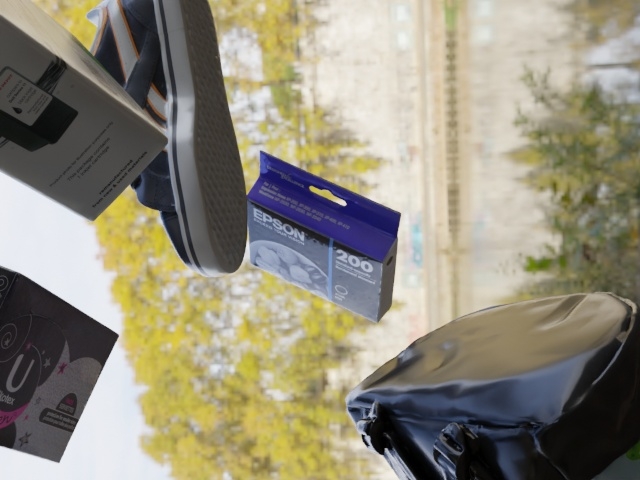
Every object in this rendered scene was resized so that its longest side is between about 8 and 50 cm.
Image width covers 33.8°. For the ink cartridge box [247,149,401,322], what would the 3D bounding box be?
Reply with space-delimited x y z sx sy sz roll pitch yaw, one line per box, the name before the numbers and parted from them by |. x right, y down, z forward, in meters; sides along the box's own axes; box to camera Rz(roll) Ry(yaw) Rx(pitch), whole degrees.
ink cartridge box | 0.000 0.000 1.369 0.045 0.206 0.208 -54 -20 -32

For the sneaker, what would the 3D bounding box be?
sneaker | -0.156 -0.106 1.035 0.126 0.127 0.321 40 -143 -65

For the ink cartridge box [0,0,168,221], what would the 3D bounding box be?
ink cartridge box | -0.220 -0.119 0.698 0.153 0.087 0.208 47 -175 34

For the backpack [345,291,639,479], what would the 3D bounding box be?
backpack | 0.231 0.201 0.758 0.355 0.273 0.290 59 157 -6

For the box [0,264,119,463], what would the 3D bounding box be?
box | -0.335 0.117 1.064 0.247 0.142 0.163 57 -127 -67
